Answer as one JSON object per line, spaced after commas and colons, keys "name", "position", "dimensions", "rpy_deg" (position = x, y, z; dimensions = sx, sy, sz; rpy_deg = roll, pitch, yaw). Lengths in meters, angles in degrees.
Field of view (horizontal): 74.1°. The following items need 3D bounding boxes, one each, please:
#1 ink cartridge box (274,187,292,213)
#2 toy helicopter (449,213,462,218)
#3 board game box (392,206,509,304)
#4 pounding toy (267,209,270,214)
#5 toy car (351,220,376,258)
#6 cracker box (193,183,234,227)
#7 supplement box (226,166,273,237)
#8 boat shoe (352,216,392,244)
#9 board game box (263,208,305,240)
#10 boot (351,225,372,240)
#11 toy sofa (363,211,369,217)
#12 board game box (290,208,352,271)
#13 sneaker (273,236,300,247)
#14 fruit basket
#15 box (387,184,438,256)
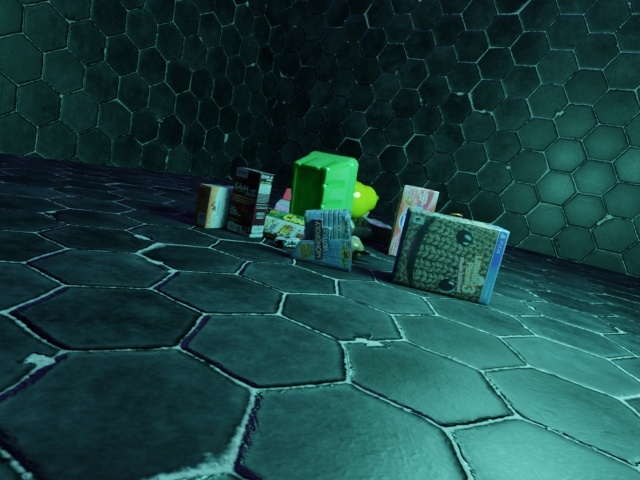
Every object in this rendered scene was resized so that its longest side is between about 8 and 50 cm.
{"name": "ink cartridge box", "position": [-0.111, -0.165, 2.023], "dimensions": [0.189, 0.232, 0.066], "rpy_deg": [13, -31, 7]}
{"name": "toy helicopter", "position": [0.483, 0.001, 1.653], "dimensions": [0.140, 0.234, 0.355], "rpy_deg": [10, 10, -7]}
{"name": "board game box", "position": [0.390, 0.042, 1.316], "dimensions": [0.291, 0.231, 0.141], "rpy_deg": [12, 11, 7]}
{"name": "pounding toy", "position": [-0.352, -0.191, 1.991], "dimensions": [0.237, 0.110, 0.183], "rpy_deg": [-4, 33, -39]}
{"name": "toy car", "position": [0.112, 0.005, 1.520], "dimensions": [0.188, 0.148, 0.155], "rpy_deg": [29, 6, 25]}
{"name": "cracker box", "position": [-0.372, -0.130, 1.623], "dimensions": [0.067, 0.155, 0.232], "rpy_deg": [17, 11, 25]}
{"name": "supplement box", "position": [-0.262, -0.142, 1.570], "dimensions": [0.130, 0.239, 0.073], "rpy_deg": [18, 12, 34]}
{"name": "boat shoe", "position": [0.245, -0.054, 2.096], "dimensions": [0.302, 0.113, 0.103], "rpy_deg": [26, 12, 19]}
{"name": "board game box", "position": [-0.113, -0.045, 1.605], "dimensions": [0.260, 0.030, 0.136], "rpy_deg": [16, 46, 26]}
{"name": "boot", "position": [0.108, -0.046, 1.960], "dimensions": [0.209, 0.075, 0.190], "rpy_deg": [12, -7, -41]}
{"name": "toy sofa", "position": [0.086, -0.126, 2.244], "dimensions": [0.150, 0.177, 0.363], "rpy_deg": [40, 22, 27]}
{"name": "board game box", "position": [0.000, 0.000, 1.346], "dimensions": [0.194, 0.194, 0.060], "rpy_deg": [-1, 7, 10]}
{"name": "sneaker", "position": [-0.115, 0.012, 1.475], "dimensions": [0.098, 0.038, 0.069], "rpy_deg": [2, 11, 1]}
{"name": "fruit basket", "position": [0.059, -0.182, 1.806], "dimensions": [0.283, 0.391, 0.392], "rpy_deg": [17, 11, 31]}
{"name": "box", "position": [0.387, -0.078, 1.798], "dimensions": [0.142, 0.299, 0.154], "rpy_deg": [13, 10, 5]}
